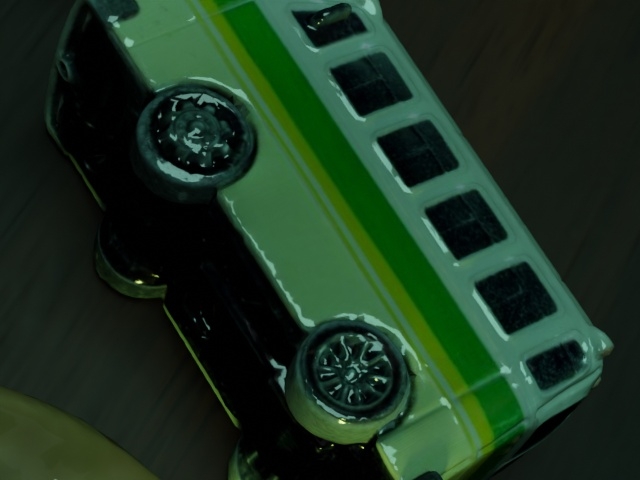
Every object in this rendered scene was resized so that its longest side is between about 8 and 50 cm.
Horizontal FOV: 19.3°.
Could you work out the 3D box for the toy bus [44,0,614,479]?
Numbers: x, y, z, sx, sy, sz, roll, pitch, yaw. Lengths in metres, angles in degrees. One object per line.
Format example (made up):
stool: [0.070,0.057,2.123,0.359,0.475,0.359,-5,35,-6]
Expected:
toy bus: [0.000,0.000,0.878,0.165,0.133,0.276,-24,74,-27]

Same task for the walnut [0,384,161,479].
walnut: [-0.178,0.202,0.597,0.381,0.381,0.381,8,61,-14]
